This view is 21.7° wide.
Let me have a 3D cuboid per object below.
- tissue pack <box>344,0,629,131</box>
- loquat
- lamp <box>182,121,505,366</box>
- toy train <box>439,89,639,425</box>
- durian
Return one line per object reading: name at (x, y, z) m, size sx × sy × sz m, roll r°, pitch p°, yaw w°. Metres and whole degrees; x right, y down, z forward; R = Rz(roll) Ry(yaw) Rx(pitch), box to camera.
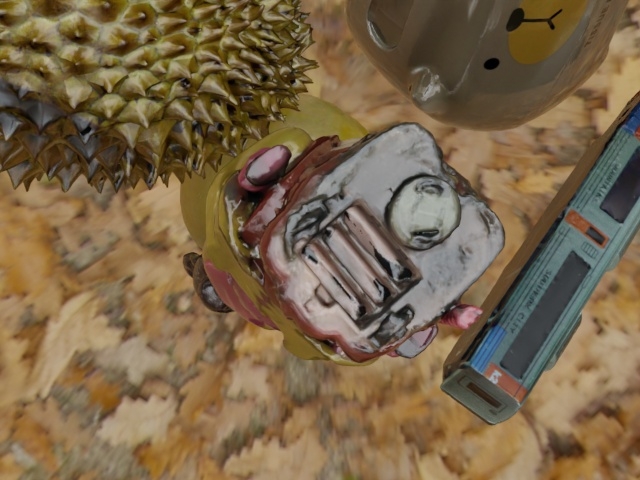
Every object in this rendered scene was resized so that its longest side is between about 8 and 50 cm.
tissue pack at (0.183, -0.308, 1.710) m, size 0.267 × 0.276 × 0.387 m, roll 47°, pitch 136°, yaw 26°
loquat at (-0.033, -0.043, 1.640) m, size 0.213 × 0.213 × 0.213 m, roll 0°, pitch 94°, yaw 0°
lamp at (0.000, 0.000, 0.819) m, size 0.118 × 0.253 × 0.118 m, roll 0°, pitch 89°, yaw -13°
toy train at (0.258, 0.004, 1.665) m, size 0.089 × 0.086 × 0.409 m, roll 38°, pitch 63°, yaw 0°
durian at (-0.199, -0.192, 1.374) m, size 0.384 × 0.347 × 0.348 m, roll -8°, pitch 94°, yaw 11°
